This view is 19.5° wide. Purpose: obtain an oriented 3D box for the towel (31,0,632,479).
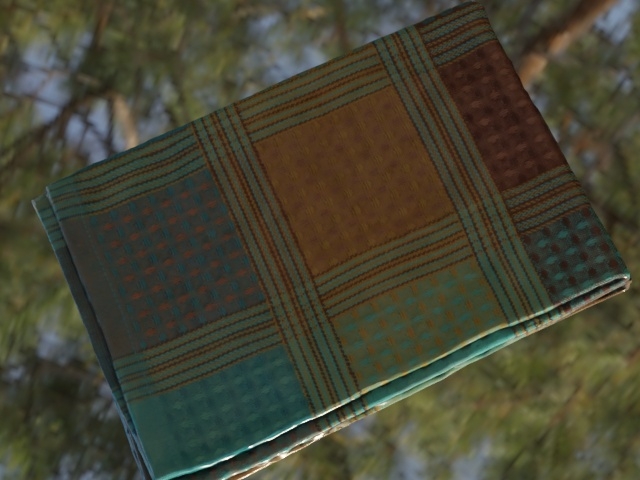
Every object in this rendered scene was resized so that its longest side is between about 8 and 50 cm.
[{"bbox_3d":[0.000,0.000,1.336,0.370,0.040,0.271,-25,-115,-2],"label":"towel"}]
